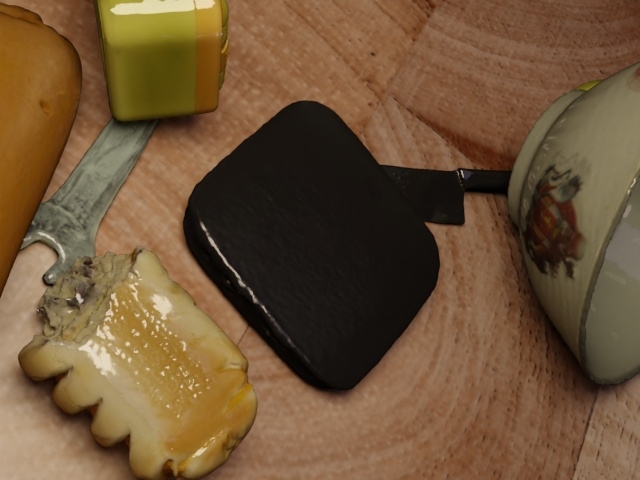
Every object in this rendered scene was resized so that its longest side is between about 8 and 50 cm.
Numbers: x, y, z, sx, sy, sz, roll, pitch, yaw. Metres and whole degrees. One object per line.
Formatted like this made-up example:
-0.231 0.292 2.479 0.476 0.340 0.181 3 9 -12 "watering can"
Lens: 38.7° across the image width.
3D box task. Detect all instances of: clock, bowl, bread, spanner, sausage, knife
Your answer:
-0.133 -0.206 0.712 0.096 0.143 0.202 -10 65 -11 "clock"
0.279 -0.046 0.851 0.337 0.337 0.157 -28 44 -35 "bowl"
-0.127 0.089 0.639 0.177 0.084 0.119 48 56 -3 "bread"
-0.154 -0.090 0.743 0.071 0.017 0.302 34 57 -13 "spanner"
-0.253 -0.046 0.614 0.134 0.116 0.353 16 58 -11 "sausage"
0.112 -0.045 0.873 0.230 0.028 0.060 1 77 -27 "knife"

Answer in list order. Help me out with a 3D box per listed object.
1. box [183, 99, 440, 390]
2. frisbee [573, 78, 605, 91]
0.000 0.000 0.775 0.212 0.042 0.201 48 55 -4 "box"
0.361 -0.080 1.031 0.236 0.017 0.236 11 64 -25 "frisbee"
